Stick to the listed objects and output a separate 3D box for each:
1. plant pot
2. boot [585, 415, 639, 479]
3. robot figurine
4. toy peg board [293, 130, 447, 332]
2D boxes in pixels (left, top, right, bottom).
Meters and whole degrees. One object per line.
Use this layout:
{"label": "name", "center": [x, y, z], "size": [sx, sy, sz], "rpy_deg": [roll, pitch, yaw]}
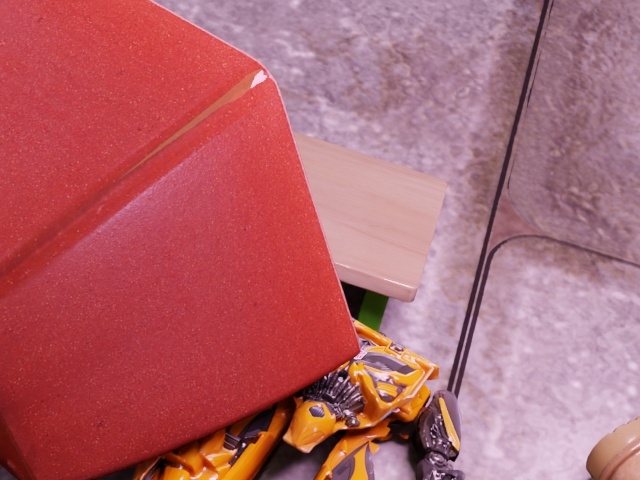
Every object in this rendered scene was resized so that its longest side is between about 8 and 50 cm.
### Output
{"label": "plant pot", "center": [-0.170, 0.003, 1.302], "size": [0.236, 0.267, 0.267], "rpy_deg": [-39, 48, -21]}
{"label": "boot", "center": [0.349, 0.215, 1.408], "size": [0.236, 0.089, 0.269], "rpy_deg": [-28, 60, -13]}
{"label": "robot figurine", "center": [-0.018, 0.155, 1.371], "size": [0.211, 0.085, 0.291], "rpy_deg": [28, 50, 9]}
{"label": "toy peg board", "center": [0.000, 0.000, 1.525], "size": [0.161, 0.079, 0.160], "rpy_deg": [18, 33, 1]}
